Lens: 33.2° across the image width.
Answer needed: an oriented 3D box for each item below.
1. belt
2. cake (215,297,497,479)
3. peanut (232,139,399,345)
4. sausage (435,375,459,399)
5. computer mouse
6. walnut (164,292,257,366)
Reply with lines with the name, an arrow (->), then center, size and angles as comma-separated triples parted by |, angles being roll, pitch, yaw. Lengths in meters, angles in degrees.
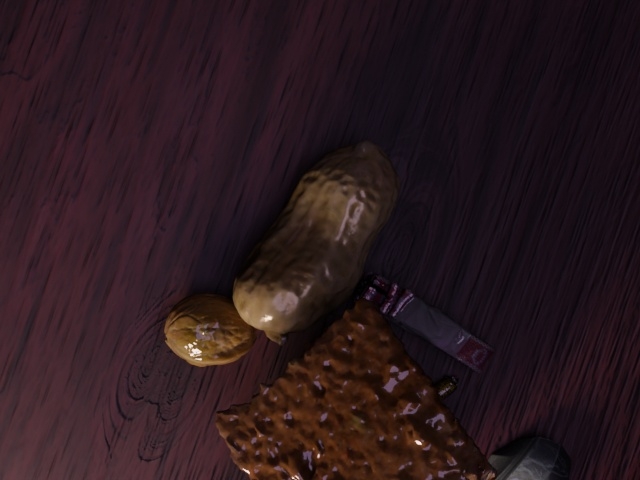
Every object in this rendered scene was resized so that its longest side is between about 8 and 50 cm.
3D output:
belt -> 0.148, 0.114, 1.466 | 0.232, 0.071, 0.053 | 32, 87, -27
cake -> 0.047, 0.264, 1.350 | 0.256, 0.290, 0.282 | -34, 73, -6
peanut -> -0.001, 0.006, 1.423 | 0.143, 0.159, 0.291 | 29, 76, 14
sausage -> 0.116, 0.252, 1.513 | 0.198, 0.025, 0.028 | -34, 101, -8
computer mouse -> 0.273, 0.383, 1.526 | 0.126, 0.071, 0.231 | 40, 86, -10
walnut -> -0.144, 0.120, 1.420 | 0.124, 0.105, 0.105 | 5, 92, -11
